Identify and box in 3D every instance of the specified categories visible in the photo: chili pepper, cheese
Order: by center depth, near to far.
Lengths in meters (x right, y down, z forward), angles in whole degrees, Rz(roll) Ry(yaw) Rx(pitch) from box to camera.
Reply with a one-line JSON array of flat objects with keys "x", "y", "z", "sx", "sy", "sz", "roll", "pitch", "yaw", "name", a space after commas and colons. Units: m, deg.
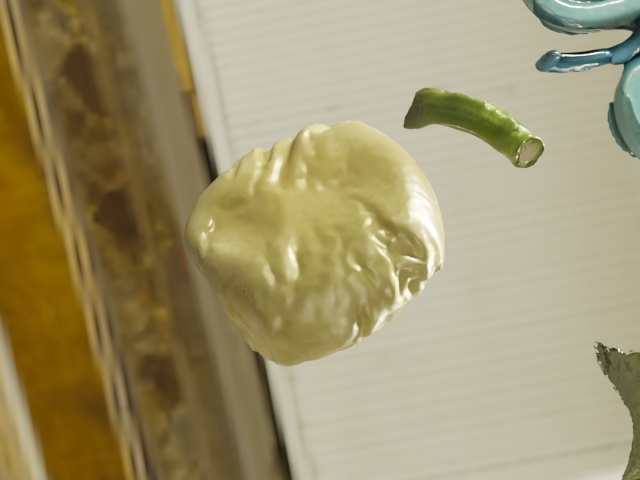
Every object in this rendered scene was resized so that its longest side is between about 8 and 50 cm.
[{"x": 0.000, "y": 0.000, "z": 1.693, "sx": 0.226, "sy": 0.214, "sz": 0.117, "roll": 46, "pitch": -13, "yaw": 44, "name": "cheese"}, {"x": 0.151, "y": -0.124, "z": 2.019, "sx": 0.201, "sy": 0.052, "sz": 0.050, "roll": 25, "pitch": -19, "yaw": 48, "name": "chili pepper"}]

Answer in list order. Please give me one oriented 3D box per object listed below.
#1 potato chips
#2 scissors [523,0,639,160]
[{"x": 0.270, "y": 0.164, "z": 1.742, "sx": 0.228, "sy": 0.059, "sz": 0.167, "roll": -78, "pitch": 175, "yaw": -45, "name": "potato chips"}, {"x": 0.278, "y": -0.143, "z": 1.030, "sx": 0.180, "sy": 0.392, "sz": 0.032, "roll": 66, "pitch": -23, "yaw": 13, "name": "scissors"}]
